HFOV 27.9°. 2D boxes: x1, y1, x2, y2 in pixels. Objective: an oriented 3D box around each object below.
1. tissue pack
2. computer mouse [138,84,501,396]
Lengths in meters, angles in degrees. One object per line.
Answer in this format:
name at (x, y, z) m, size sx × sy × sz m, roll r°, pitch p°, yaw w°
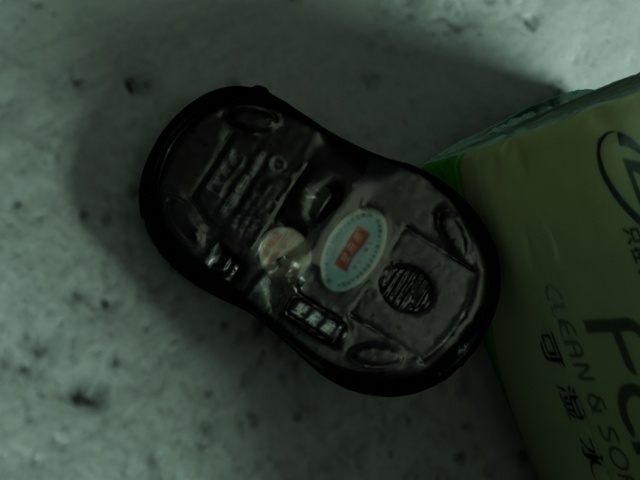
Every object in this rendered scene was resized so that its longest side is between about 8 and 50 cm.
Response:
tissue pack at (0.255, 0.085, 0.788) m, size 0.205 × 0.331 × 0.405 m, roll -24°, pitch 93°, yaw -21°
computer mouse at (0.000, 0.000, 0.805) m, size 0.233 × 0.096 × 0.137 m, roll 36°, pitch 80°, yaw 5°
